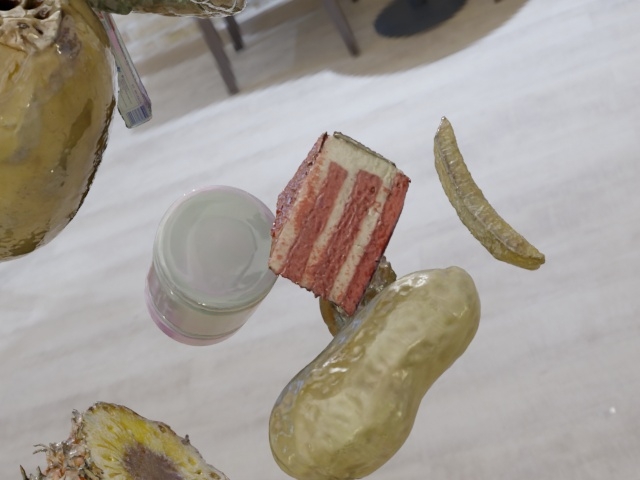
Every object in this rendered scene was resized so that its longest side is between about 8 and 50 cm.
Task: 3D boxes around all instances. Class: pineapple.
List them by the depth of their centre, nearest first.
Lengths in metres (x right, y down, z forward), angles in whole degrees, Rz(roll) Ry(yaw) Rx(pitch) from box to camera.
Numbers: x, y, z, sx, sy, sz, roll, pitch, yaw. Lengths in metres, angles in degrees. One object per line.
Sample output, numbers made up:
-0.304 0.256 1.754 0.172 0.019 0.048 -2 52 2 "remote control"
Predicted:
-0.305 0.435 1.563 0.300 0.352 0.352 -55 35 5 "pineapple"

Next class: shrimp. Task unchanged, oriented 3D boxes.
0.064 0.097 1.725 0.132 0.187 0.051 5 20 0 "shrimp"

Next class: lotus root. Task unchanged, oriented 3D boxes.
-0.264 -0.081 0.878 0.343 0.169 0.151 -53 11 52 "lotus root"

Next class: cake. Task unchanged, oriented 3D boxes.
0.000 0.000 1.527 0.159 0.158 0.262 -50 12 55 "cake"

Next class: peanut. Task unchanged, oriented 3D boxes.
0.053 0.119 0.937 0.236 0.110 0.120 -47 -8 3 "peanut"

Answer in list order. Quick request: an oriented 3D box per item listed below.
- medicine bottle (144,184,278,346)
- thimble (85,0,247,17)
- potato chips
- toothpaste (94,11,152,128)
-0.182 0.049 1.755 0.202 0.202 0.316 -43 -2 -20 "medicine bottle"
-0.152 -0.264 0.906 0.196 0.148 0.229 2 8 -14 "thimble"
0.279 -0.082 1.960 0.080 0.057 0.407 -17 48 -11 "potato chips"
-0.265 -0.234 1.367 0.040 0.196 0.047 -20 41 0 "toothpaste"
